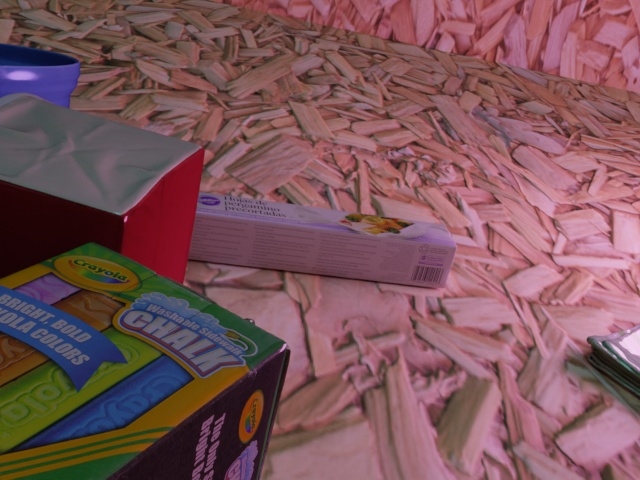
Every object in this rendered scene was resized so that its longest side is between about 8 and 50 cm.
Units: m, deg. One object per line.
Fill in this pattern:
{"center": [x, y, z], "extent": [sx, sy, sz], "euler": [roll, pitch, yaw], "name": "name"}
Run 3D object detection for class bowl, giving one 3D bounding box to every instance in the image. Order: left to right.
{"center": [-0.522, -0.221, 1.104], "extent": [0.392, 0.077, 0.391], "euler": [7, 15, -2], "name": "bowl"}

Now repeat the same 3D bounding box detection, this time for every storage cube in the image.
{"center": [-0.232, 0.005, 0.730], "extent": [0.215, 0.193, 0.183], "euler": [17, 26, 6], "name": "storage cube"}

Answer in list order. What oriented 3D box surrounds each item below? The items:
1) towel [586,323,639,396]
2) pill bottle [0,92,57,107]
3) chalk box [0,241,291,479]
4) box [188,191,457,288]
{"center": [0.488, 0.149, 0.963], "extent": [0.325, 0.038, 0.248], "euler": [-10, 35, -40], "name": "towel"}
{"center": [-0.272, -0.068, 0.929], "extent": [0.229, 0.131, 0.131], "euler": [26, 29, 25], "name": "pill bottle"}
{"center": [-0.147, 0.129, 0.541], "extent": [0.179, 0.180, 0.289], "euler": [24, 27, 21], "name": "chalk box"}
{"center": [0.000, 0.000, 0.997], "extent": [0.324, 0.067, 0.063], "euler": [6, 26, -12], "name": "box"}
